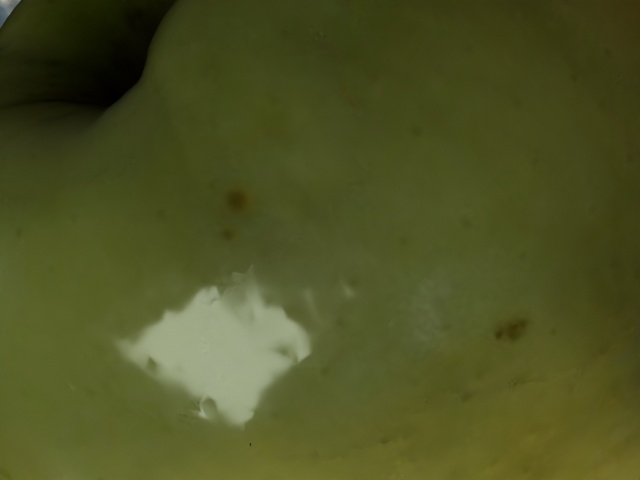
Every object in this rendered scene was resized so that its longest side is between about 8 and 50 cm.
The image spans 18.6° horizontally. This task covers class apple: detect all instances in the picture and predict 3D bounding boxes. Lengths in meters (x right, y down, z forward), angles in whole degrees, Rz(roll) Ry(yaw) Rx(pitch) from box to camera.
[{"bbox_3d":[0.000,0.000,0.621,0.262,0.262,0.262,10,124,14],"label":"apple"}]
